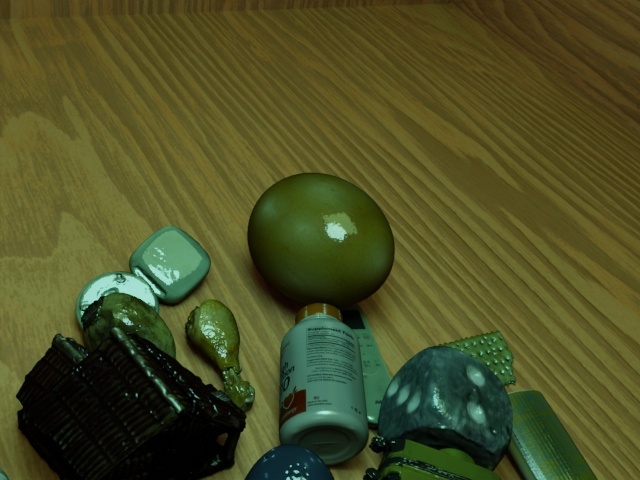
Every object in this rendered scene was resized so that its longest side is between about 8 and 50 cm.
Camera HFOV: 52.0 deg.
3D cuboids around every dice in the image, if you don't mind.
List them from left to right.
[{"bbox_3d":[0.220,0.315,1.170,0.181,0.182,0.183,32,39,-13],"label":"dice"}]

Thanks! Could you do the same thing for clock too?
[{"bbox_3d":[-0.082,0.424,1.013,0.243,0.147,0.199,-26,50,-30],"label":"clock"}]

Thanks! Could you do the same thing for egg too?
[{"bbox_3d":[0.000,0.000,1.406,0.282,0.283,0.351,-26,33,-38],"label":"egg"}]

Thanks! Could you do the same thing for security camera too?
[{"bbox_3d":[-0.362,0.098,1.348,0.157,0.080,0.301,44,58,0],"label":"security camera"}]

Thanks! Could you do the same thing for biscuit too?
[{"bbox_3d":[0.342,0.266,1.424,0.203,0.016,0.144,-7,44,-23],"label":"biscuit"}]

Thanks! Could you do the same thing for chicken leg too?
[{"bbox_3d":[-0.187,0.217,1.264,0.107,0.087,0.252,-5,48,-34],"label":"chicken leg"}]

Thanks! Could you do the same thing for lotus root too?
[{"bbox_3d":[-0.343,0.187,1.207,0.214,0.138,0.138,45,41,-7],"label":"lotus root"}]

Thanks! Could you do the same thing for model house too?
[{"bbox_3d":[-0.299,0.239,1.042,0.297,0.283,0.317,-27,56,-39],"label":"model house"}]

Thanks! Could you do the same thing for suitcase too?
[{"bbox_3d":[0.166,0.425,1.047,0.234,0.194,0.143,19,30,3],"label":"suitcase"}]

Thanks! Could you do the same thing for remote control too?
[{"bbox_3d":[0.085,0.247,1.347,0.090,0.038,0.310,0,42,-18],"label":"remote control"}]

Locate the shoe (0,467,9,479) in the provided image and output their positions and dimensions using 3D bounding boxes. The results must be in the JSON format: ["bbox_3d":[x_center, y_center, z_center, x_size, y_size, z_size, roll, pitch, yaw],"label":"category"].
[{"bbox_3d":[-0.500,0.453,0.813,0.198,0.172,0.351,20,51,21],"label":"shoe"}]

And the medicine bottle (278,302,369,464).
[{"bbox_3d":[0.001,0.253,1.221,0.156,0.157,0.289,8,40,-9],"label":"medicine bottle"}]

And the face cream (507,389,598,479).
[{"bbox_3d":[0.434,0.416,1.239,0.139,0.067,0.285,-4,43,-21],"label":"face cream"}]
